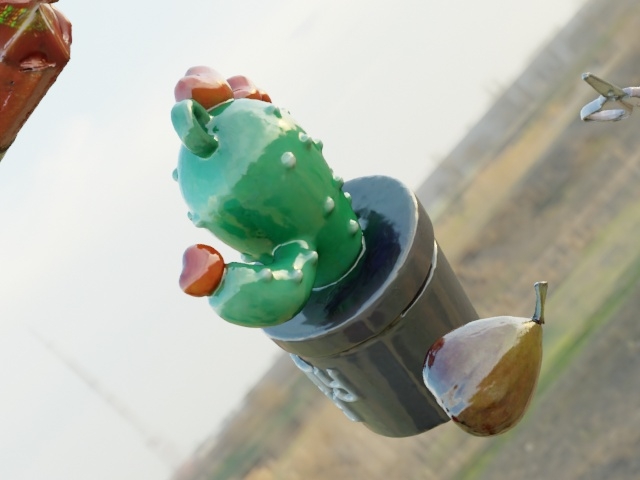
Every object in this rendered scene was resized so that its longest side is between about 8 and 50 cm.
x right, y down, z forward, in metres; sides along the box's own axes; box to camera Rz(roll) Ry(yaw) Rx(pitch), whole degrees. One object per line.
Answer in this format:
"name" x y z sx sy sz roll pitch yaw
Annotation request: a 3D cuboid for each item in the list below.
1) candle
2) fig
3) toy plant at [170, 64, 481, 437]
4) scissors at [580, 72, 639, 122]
"candle" -0.149 -0.078 0.860 0.052 0.052 0.130 -46 -1 -42
"fig" 0.141 0.088 1.423 0.125 0.089 0.089 -44 -2 2
"toy plant" -0.004 0.010 1.649 0.185 0.400 0.279 -6 46 38
"scissors" 0.270 -0.135 1.719 0.100 0.015 0.189 -14 -10 22
